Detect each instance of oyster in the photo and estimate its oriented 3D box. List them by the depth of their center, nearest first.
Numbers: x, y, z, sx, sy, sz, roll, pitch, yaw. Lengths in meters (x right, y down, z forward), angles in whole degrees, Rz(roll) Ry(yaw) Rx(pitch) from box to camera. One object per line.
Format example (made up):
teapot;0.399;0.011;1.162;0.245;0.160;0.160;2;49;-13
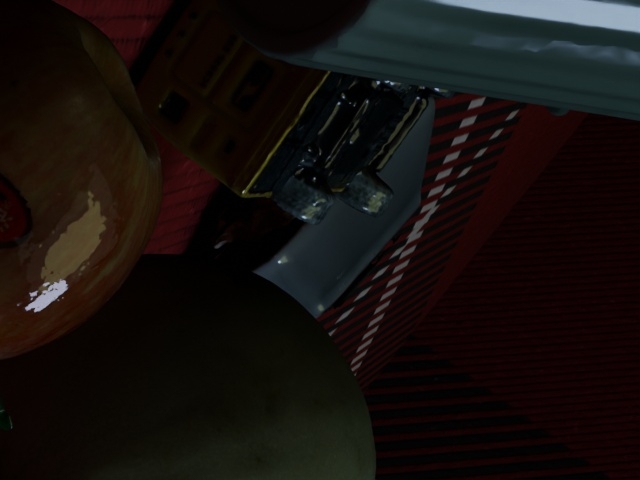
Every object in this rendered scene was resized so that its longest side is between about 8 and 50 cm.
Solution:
oyster;-0.029;-0.049;1.474;0.103;0.051;0.148;-31;-171;31

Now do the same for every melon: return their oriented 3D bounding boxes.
melon;-0.097;0.131;1.141;0.272;0.272;0.308;-56;-176;12

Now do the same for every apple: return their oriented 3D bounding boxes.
apple;-0.130;-0.028;0.747;0.131;0.146;0.146;-38;172;6

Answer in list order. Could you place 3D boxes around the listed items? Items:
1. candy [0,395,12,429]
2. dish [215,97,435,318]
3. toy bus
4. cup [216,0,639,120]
candy;-0.213;0.077;0.776;0.141;0.078;0.203;-26;169;4
dish;0.000;0.000;1.534;0.182;0.080;0.243;-29;-167;49
toy bus;-0.005;-0.092;1.213;0.121;0.123;0.335;-57;171;9
cup;0.155;-0.199;0.778;0.401;0.392;0.310;-140;-123;-60
